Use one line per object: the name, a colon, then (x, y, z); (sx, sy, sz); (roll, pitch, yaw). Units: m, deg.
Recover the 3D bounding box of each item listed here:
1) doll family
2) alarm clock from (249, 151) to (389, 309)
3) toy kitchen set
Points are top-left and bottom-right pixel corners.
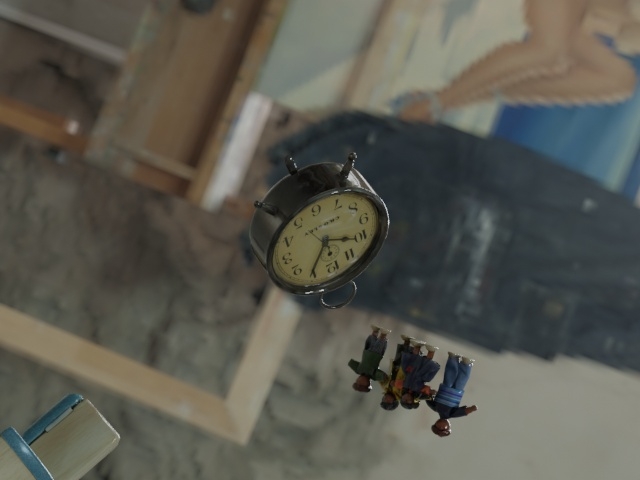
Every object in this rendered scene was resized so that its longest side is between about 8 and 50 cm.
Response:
doll family: (0.123, 0.189, 2.478); (0.076, 0.193, 0.111); (18, 90, -44)
alarm clock: (0.000, 0.000, 1.801); (0.129, 0.064, 0.192); (-27, 135, -11)
toy kitchen set: (-0.216, 0.092, 1.126); (0.122, 0.166, 0.207); (-40, 177, -14)
